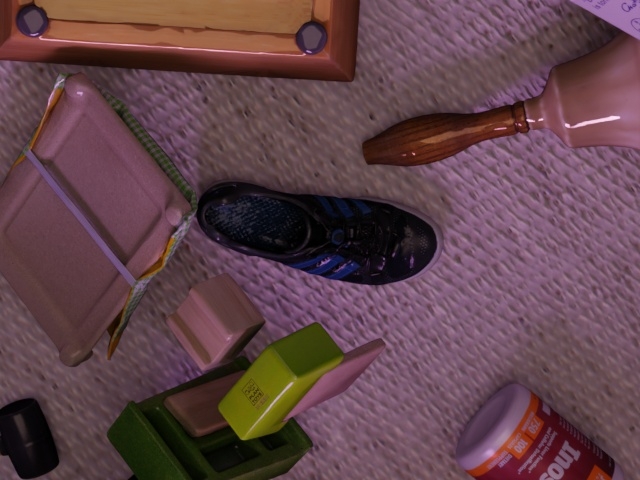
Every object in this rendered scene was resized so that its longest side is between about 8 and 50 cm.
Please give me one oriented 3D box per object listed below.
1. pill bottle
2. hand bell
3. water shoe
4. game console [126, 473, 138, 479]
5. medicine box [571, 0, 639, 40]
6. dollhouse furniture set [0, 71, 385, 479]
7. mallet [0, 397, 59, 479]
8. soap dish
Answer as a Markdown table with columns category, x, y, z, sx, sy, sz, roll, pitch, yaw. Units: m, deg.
| category | x | y | z | sx | sy | sz | roll | pitch | yaw |
| --- | --- | --- | --- | --- | --- | --- | --- | --- | --- |
| pill bottle | 0.192 | 0.194 | 1.522 | 0.152 | 0.086 | 0.086 | 39 | 96 | -9 |
| hand bell | 0.151 | -0.098 | 1.476 | 0.242 | 0.126 | 0.126 | -11 | 101 | 12 |
| water shoe | 0.000 | 0.000 | 1.480 | 0.203 | 0.080 | 0.073 | 8 | 99 | -5 |
| game console | -0.263 | 0.238 | 1.398 | 0.250 | 0.293 | 0.173 | -41 | 100 | 3 |
| medicine box | 0.258 | -0.305 | 1.360 | 0.289 | 0.149 | 0.263 | 29 | 71 | -8 |
| dollhouse furniture set | -0.108 | 0.029 | 1.443 | 0.301 | 0.151 | 0.197 | 51 | 125 | 16 |
| mallet | -0.306 | 0.193 | 1.522 | 0.189 | 0.039 | 0.062 | -25 | 103 | 6 |
| soap dish | -0.109 | -0.241 | 1.413 | 0.290 | 0.118 | 0.229 | 3 | 100 | -3 |
